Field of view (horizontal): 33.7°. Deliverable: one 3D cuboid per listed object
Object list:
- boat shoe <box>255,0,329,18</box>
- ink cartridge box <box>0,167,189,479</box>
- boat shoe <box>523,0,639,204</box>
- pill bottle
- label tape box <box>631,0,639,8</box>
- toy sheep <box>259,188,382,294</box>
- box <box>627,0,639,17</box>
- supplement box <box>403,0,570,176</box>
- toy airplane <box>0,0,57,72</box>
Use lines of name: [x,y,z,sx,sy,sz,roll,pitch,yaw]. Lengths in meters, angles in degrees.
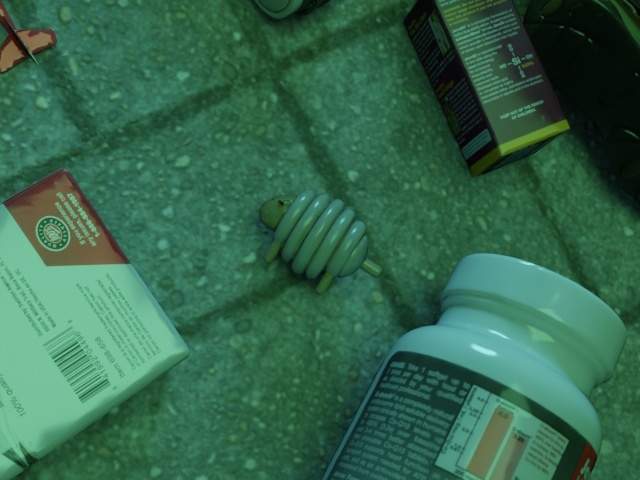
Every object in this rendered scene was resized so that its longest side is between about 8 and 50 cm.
boat shoe: [-0.077,-0.383,1.069,0.096,0.112,0.335,-28,92,-36]
ink cartridge box: [-0.283,0.097,0.903,0.273,0.114,0.197,-34,89,-19]
boat shoe: [0.340,-0.155,1.111,0.324,0.123,0.120,50,33,-17]
pill bottle: [0.121,0.206,0.935,0.210,0.210,0.362,32,73,-6]
label tape box: [0.442,-0.383,0.984,0.115,0.348,0.249,45,65,-1]
toy sheep: [0.000,0.000,1.014,0.132,0.091,0.091,31,73,-1]
box: [0.300,-0.404,1.181,0.293,0.073,0.295,26,73,-9]
supplement box: [0.166,-0.172,1.077,0.081,0.104,0.188,-22,85,-11]
toy airplane: [-0.309,-0.227,1.008,0.151,0.028,0.151,2,79,-13]
